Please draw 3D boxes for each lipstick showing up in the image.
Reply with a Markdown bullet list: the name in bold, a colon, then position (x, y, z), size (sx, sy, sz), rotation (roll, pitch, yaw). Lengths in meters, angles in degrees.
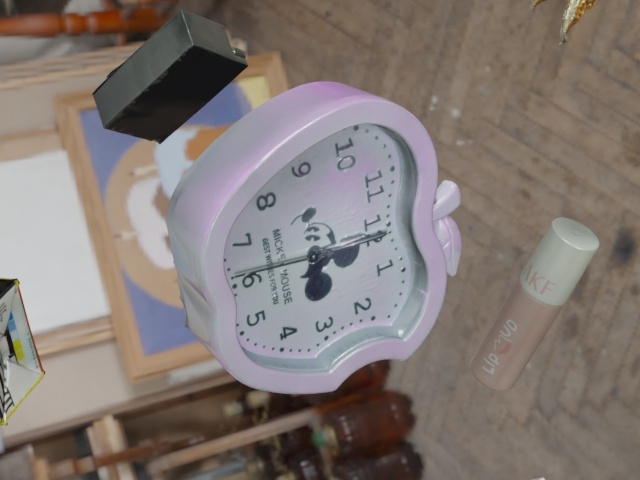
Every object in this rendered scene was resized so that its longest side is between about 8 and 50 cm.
- **lipstick**: position (0.283, 0.089, 1.592), size (0.070, 0.070, 0.254), rotation (49, 130, 34)

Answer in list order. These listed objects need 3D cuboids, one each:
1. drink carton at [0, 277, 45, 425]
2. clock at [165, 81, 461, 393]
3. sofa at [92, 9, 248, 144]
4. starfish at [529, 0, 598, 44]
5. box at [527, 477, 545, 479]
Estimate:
- **drink carton**: position (-0.248, 0.058, 0.676), size (0.165, 0.056, 0.071), rotation (2, 118, 18)
- **clock**: position (0.000, 0.000, 1.290), size (0.102, 0.338, 0.339), rotation (35, 126, 52)
- **sofa**: position (-0.155, -0.168, 1.209), size (0.147, 0.085, 0.060), rotation (-37, 59, 29)
- **starfish**: position (0.381, -0.359, 1.460), size (0.084, 0.301, 0.293), rotation (49, 122, 3)
- **box**: position (0.153, 0.241, 0.941), size (0.089, 0.043, 0.125), rotation (59, 152, 1)
